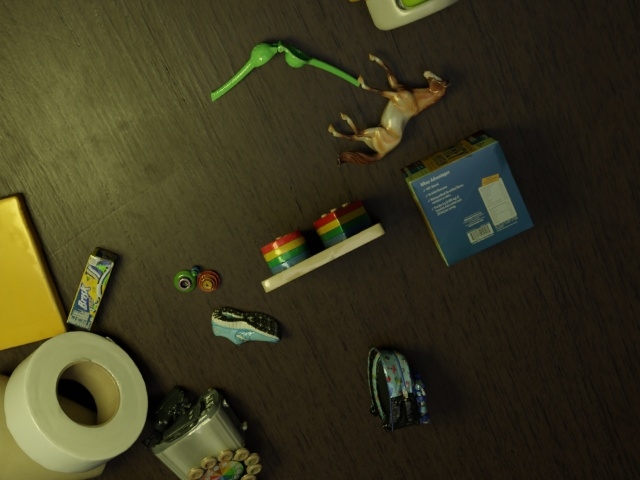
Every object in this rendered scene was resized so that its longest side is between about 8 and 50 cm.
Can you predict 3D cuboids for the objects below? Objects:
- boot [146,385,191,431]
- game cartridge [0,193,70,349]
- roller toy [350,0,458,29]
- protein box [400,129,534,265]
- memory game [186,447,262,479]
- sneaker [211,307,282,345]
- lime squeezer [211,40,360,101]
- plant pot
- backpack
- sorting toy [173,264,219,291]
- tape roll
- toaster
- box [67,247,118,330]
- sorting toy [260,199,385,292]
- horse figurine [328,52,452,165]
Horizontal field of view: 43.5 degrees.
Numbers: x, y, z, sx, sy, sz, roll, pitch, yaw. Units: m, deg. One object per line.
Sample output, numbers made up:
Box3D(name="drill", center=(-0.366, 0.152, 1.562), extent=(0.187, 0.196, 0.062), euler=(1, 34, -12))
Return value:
Box3D(name="boot", center=(-0.359, 0.373, 1.831), extent=(0.099, 0.121, 0.045), euler=(-47, 133, -17))
Box3D(name="game cartridge", center=(-0.731, 0.085, 1.740), extent=(0.286, 0.052, 0.323), euler=(-14, 104, 2))
Box3D(name="roller toy", center=(0.171, -0.502, 1.534), extent=(0.191, 0.209, 0.146), euler=(-35, 110, -33))
Box3D(name="protein box", center=(0.305, -0.092, 1.688), extent=(0.200, 0.136, 0.201), euler=(-26, 106, 5))
Box3D(name="memory game", center=(-0.217, 0.529, 1.799), extent=(0.186, 0.012, 0.186), euler=(-15, 134, -16))
Box3D(name="sneaker", center=(-0.166, 0.202, 1.802), extent=(0.162, 0.063, 0.073), euler=(14, 123, -2))
Box3D(name="lime squeezer", center=(-0.074, -0.351, 1.635), extent=(0.311, 0.059, 0.109), euler=(-6, 106, -2))
Box3D(name="plant pot", center=(-0.611, 0.439, 1.763), extent=(0.274, 0.256, 0.256), euler=(15, 106, -23))
Box3D(name="backpack", center=(0.168, 0.322, 1.801), extent=(0.117, 0.158, 0.173), euler=(-10, 95, -8))
Box3D(name="sorting toy", center=(-0.274, 0.089, 1.763), extent=(0.102, 0.042, 0.061), euler=(-4, 107, -1))
Box3D(name="tape roll", center=(-0.511, 0.339, 1.697), extent=(0.286, 0.286, 0.100), euler=(44, 127, -13))
Box3D(name="toaster", center=(-0.278, 0.458, 1.828), extent=(0.227, 0.129, 0.146), euler=(-35, 107, 5))
Box3D(name="box", center=(-0.496, 0.105, 1.748), extent=(0.054, 0.059, 0.168), euler=(21, 104, -10))
Box3D(name="sorting toy", center=(0.000, 0.000, 1.649), extent=(0.257, 0.255, 0.089), euler=(-27, 90, 5))
Box3D(name="horse figurine", center=(0.130, -0.258, 1.665), extent=(0.175, 0.066, 0.263), euler=(26, 102, -15))
